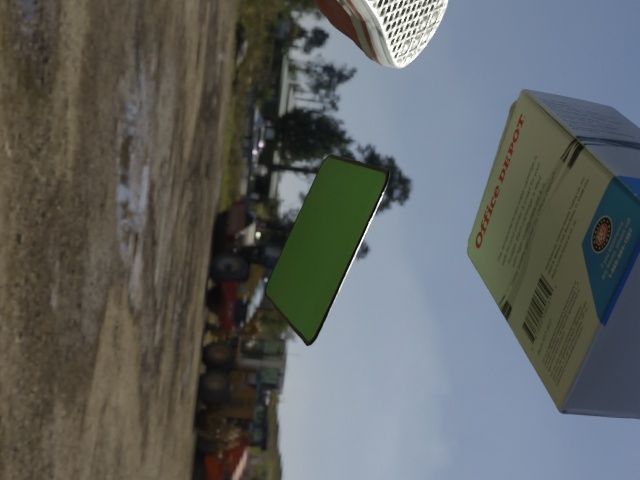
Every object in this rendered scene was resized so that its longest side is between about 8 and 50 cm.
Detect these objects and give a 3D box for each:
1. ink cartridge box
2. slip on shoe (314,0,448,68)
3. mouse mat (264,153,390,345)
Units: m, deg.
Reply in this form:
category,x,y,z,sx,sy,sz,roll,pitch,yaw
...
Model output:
category,x,y,z,sx,sy,sz,roll,pitch,yaw
ink cartridge box,0.187,0.001,0.590,0.203,0.086,0.148,-105,-155,-59
slip on shoe,0.018,-0.230,0.586,0.123,0.101,0.331,-53,161,-4
mouse mat,0.000,0.000,0.736,0.152,0.007,0.190,-65,-161,3
